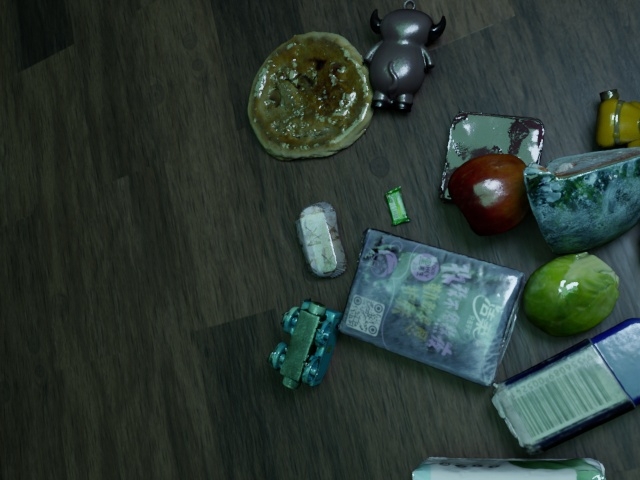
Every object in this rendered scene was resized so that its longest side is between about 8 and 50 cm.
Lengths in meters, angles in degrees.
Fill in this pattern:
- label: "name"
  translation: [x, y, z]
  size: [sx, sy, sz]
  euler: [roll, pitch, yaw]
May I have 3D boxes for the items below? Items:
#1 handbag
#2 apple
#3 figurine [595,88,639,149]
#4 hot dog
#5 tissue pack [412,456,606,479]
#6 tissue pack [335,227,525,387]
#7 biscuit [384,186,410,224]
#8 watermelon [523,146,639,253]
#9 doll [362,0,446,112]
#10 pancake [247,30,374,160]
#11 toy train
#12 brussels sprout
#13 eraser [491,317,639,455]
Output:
- label: "handbag"
  translation: [0.377, -0.168, 1.271]
  size: [0.203, 0.074, 0.216]
  euler: [8, 88, 23]
- label: "apple"
  translation: [0.350, -0.098, 1.162]
  size: [0.158, 0.147, 0.156]
  euler: [-32, 53, 15]
- label: "figurine"
  translation: [0.671, -0.226, 1.110]
  size: [0.257, 0.167, 0.192]
  euler: [-1, 93, 24]
- label: "hot dog"
  translation: [0.000, 0.000, 1.409]
  size: [0.108, 0.059, 0.191]
  euler: [-16, 78, 17]
- label: "tissue pack"
  translation: [0.375, 0.560, 1.104]
  size: [0.357, 0.194, 0.266]
  euler: [-9, 81, 21]
- label: "tissue pack"
  translation: [0.238, 0.141, 1.263]
  size: [0.361, 0.122, 0.259]
  euler: [16, 91, 21]
- label: "biscuit"
  translation: [0.181, -0.081, 1.368]
  size: [0.046, 0.016, 0.089]
  euler: [-18, 77, 17]
- label: "watermelon"
  translation: [0.519, -0.120, 1.097]
  size: [0.289, 0.320, 0.213]
  euler: [-38, 41, 24]
- label: "doll"
  translation: [0.191, -0.434, 1.358]
  size: [0.182, 0.117, 0.257]
  euler: [10, 89, 12]
- label: "pancake"
  translation: [-0.035, -0.366, 1.470]
  size: [0.356, 0.065, 0.356]
  euler: [-2, 84, 25]
- label: "toy train"
  translation: [-0.028, 0.237, 1.329]
  size: [0.112, 0.163, 0.203]
  euler: [21, 92, 21]
- label: "brussels sprout"
  translation: [0.493, 0.107, 1.145]
  size: [0.161, 0.144, 0.180]
  euler: [34, 98, 7]
- label: "eraser"
  translation: [0.515, 0.285, 1.138]
  size: [0.332, 0.101, 0.155]
  euler: [-33, 70, 14]
